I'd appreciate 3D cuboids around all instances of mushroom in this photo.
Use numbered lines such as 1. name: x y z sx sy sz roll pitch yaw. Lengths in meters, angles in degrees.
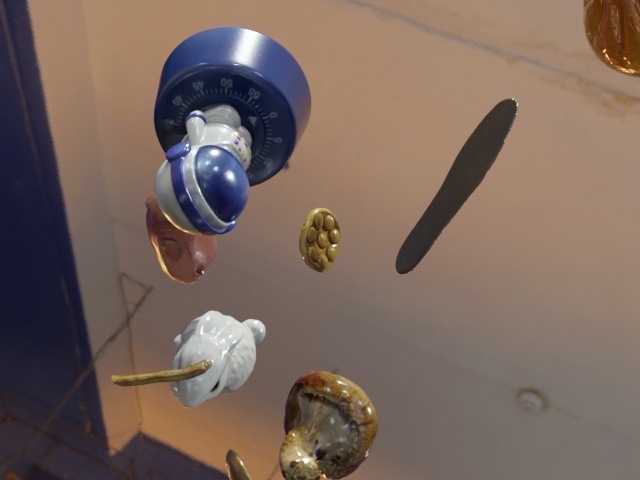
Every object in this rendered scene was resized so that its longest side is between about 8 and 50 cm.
1. mushroom: 0.003 0.428 1.959 0.267 0.267 0.254 8 -9 28

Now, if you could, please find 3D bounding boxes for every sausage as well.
1. sausage: -0.322 -0.019 1.956 0.152 0.152 0.280 18 -35 19

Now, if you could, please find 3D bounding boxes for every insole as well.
1. insole: 0.213 -0.084 1.332 0.007 0.328 0.111 30 8 -21

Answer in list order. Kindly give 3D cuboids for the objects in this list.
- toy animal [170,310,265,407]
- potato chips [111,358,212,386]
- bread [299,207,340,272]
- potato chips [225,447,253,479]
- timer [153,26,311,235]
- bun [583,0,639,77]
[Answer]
1. toy animal: -0.242 0.261 1.909 0.194 0.258 0.357 43 -7 0
2. potato chips: -0.312 0.263 1.649 0.204 0.037 0.026 -12 -52 10
3. bread: 0.000 0.000 1.391 0.024 0.110 0.110 4 -48 35
4. potato chips: -0.173 0.578 1.972 0.202 0.049 0.150 53 -13 25
5. timer: -0.163 -0.146 1.352 0.270 0.384 0.270 3 -53 3
6. bun: 0.538 -0.420 1.363 0.164 0.299 0.299 17 -30 -31
